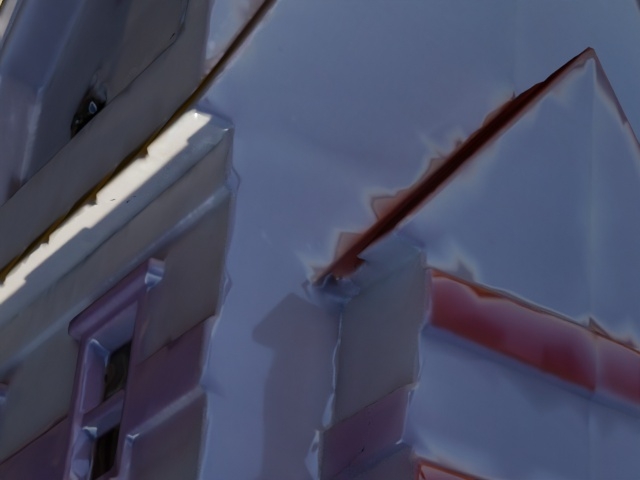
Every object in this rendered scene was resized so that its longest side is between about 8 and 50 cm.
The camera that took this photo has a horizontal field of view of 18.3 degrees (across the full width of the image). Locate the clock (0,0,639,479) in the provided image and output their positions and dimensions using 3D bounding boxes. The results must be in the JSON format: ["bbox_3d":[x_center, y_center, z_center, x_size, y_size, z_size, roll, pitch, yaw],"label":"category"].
[{"bbox_3d":[-0.001,0.000,0.508,0.166,0.235,0.310,22,56,-27],"label":"clock"}]

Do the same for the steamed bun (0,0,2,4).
[{"bbox_3d":[-0.028,-0.190,1.005,0.372,0.230,0.325,14,110,-8],"label":"steamed bun"}]
